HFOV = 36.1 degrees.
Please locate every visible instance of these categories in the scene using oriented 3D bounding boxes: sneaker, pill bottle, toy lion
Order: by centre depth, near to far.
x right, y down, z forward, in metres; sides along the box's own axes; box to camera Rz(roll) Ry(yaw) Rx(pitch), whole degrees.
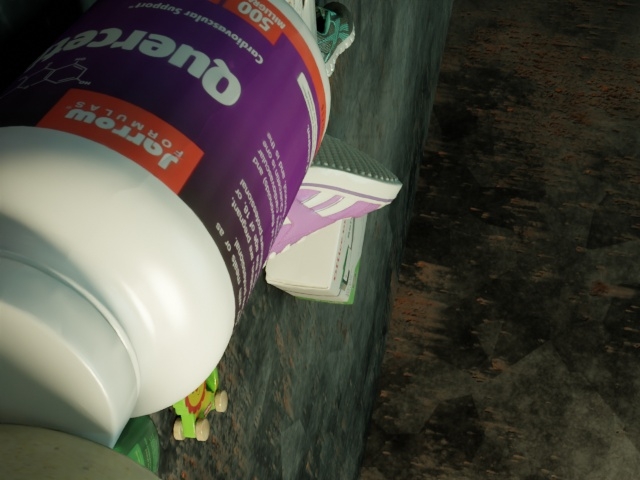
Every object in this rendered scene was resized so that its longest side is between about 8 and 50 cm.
[{"bbox_3d":[-0.113,-0.026,0.576,0.323,0.181,0.181,-69,163,-51],"label":"pill bottle"},{"bbox_3d":[-0.044,-0.026,0.970,0.282,0.102,0.161,0,123,-48],"label":"sneaker"},{"bbox_3d":[-0.130,0.152,1.024,0.100,0.034,0.096,-54,143,-67],"label":"toy lion"},{"bbox_3d":[0.006,-0.282,1.301,0.166,0.065,0.076,-72,161,-46],"label":"sneaker"}]

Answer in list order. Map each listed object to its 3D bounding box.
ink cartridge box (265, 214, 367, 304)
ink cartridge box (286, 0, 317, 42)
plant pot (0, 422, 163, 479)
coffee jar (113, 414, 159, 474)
[{"bbox_3d":[0.000,0.000,1.389,0.219,0.092,0.160,40,58,-77],"label":"ink cartridge box"},{"bbox_3d":[-0.065,-0.223,0.989,0.275,0.060,0.239,85,16,-50],"label":"ink cartridge box"},{"bbox_3d":[-0.150,0.234,0.344,0.305,0.334,0.334,-83,177,-72],"label":"plant pot"},{"bbox_3d":[-0.177,0.175,0.621,0.184,0.096,0.079,-63,159,-60],"label":"coffee jar"}]
